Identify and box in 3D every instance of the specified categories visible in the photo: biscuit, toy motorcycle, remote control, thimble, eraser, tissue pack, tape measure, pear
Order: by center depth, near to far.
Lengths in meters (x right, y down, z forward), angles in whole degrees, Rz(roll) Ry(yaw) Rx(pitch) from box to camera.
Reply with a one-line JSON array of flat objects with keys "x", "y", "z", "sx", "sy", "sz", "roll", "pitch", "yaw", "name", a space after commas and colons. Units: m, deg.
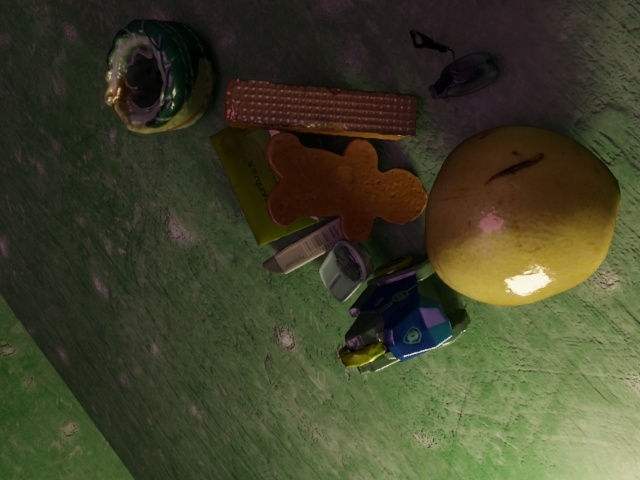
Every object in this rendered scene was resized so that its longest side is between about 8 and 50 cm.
[{"x": 0.326, "y": -0.039, "z": 0.830, "sx": 0.309, "sy": 0.309, "sz": 0.309, "roll": 11, "pitch": 112, "yaw": 29, "name": "pear"}, {"x": 0.241, "y": -0.347, "z": 0.902, "sx": 0.104, "sy": 0.107, "sz": 0.179, "roll": 104, "pitch": 145, "yaw": -68, "name": "tape measure"}, {"x": 0.179, "y": 0.150, "z": 0.965, "sx": 0.200, "sy": 0.326, "sz": 0.191, "roll": -21, "pitch": 95, "yaw": 34, "name": "toy motorcycle"}, {"x": 0.000, "y": -0.260, "z": 0.983, "sx": 0.379, "sy": 0.054, "sz": 0.094, "roll": 3, "pitch": 91, "yaw": -3, "name": "biscuit"}, {"x": 0.054, "y": -0.101, "z": 1.010, "sx": 0.047, "sy": 0.340, "sz": 0.216, "roll": 159, "pitch": 112, "yaw": -75, "name": "biscuit"}, {"x": 0.056, "y": 0.068, "z": 1.121, "sx": 0.104, "sy": 0.052, "sz": 0.247, "roll": 56, "pitch": 157, "yaw": 11, "name": "remote control"}, {"x": -0.088, "y": -0.155, "z": 1.122, "sx": 0.200, "sy": 0.167, "sz": 0.274, "roll": -21, "pitch": 94, "yaw": 34, "name": "tissue pack"}, {"x": 0.000, "y": 0.000, "z": 1.171, "sx": 0.352, "sy": 0.089, "sz": 0.061, "roll": -30, "pitch": 92, "yaw": 37, "name": "eraser"}, {"x": -0.409, "y": -0.405, "z": 1.240, "sx": 0.288, "sy": 0.167, "sz": 0.254, "roll": -22, "pitch": 94, "yaw": 35, "name": "thimble"}]
